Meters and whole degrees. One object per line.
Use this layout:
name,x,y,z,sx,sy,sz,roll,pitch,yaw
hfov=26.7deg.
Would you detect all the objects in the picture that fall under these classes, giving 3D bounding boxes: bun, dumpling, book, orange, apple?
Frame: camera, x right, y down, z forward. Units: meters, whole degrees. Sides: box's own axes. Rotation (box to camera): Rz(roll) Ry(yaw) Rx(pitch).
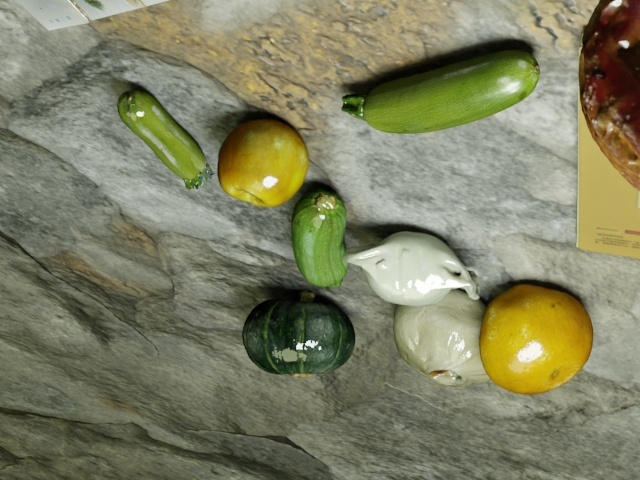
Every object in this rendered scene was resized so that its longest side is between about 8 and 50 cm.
bun,0.182,0.145,1.884,0.173,0.113,0.166,7,150,24
dumpling,0.119,0.034,1.767,0.169,0.100,0.134,-8,-175,6
book,0.408,-0.080,1.449,0.269,0.032,0.389,8,150,13
orange,0.280,0.128,1.776,0.155,0.134,0.154,-19,148,-12
apple,-0.072,-0.092,1.621,0.114,0.102,0.099,4,150,25

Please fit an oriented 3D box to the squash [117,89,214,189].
squash,-0.193,-0.128,1.681,0.052,0.052,0.183,-3,147,33

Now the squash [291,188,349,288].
squash,0.000,0.000,1.777,0.077,0.068,0.219,7,151,9

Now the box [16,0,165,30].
box,-0.241,-0.302,1.383,0.233,0.067,0.149,-6,143,37

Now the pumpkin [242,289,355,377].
pumpkin,-0.032,0.140,1.976,0.167,0.125,0.167,-15,175,-1

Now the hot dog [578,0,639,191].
hot dog,0.414,-0.113,1.180,0.387,0.267,0.174,27,180,-10

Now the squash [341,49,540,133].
squash,0.127,-0.151,1.444,0.252,0.066,0.066,-10,141,42
